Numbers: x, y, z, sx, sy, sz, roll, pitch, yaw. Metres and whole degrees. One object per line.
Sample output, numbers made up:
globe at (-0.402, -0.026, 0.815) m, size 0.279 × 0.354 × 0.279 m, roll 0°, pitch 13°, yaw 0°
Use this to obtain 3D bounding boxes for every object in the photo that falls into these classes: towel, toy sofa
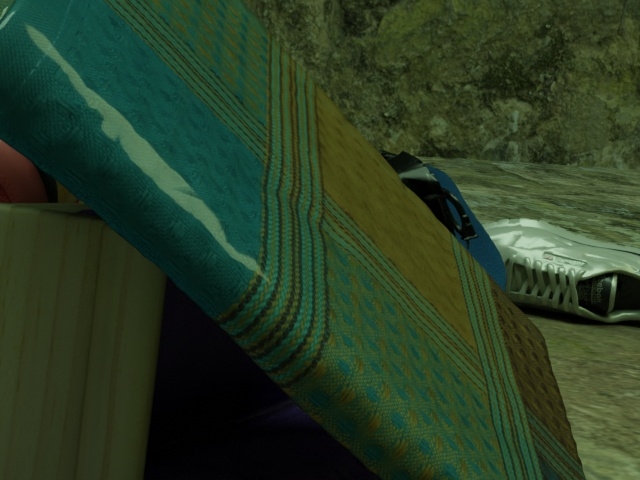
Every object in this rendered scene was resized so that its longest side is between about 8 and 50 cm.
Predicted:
towel at (0.000, 0.000, 0.571) m, size 0.370 × 0.040 × 0.271 m, roll 46°, pitch 19°, yaw -19°
toy sofa at (-0.034, 0.057, 0.667) m, size 0.177 × 0.150 × 0.362 m, roll 9°, pitch 5°, yaw 21°

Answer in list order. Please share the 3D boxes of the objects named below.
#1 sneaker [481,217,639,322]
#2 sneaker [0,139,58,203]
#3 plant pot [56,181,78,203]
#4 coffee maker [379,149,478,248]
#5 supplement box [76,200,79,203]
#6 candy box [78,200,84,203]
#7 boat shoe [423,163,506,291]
sneaker at (0.238, 0.036, 1.285) m, size 0.235 × 0.090 × 0.095 m, roll 5°, pitch 18°, yaw 8°
sneaker at (-0.270, 0.045, 0.631) m, size 0.314 × 0.116 × 0.136 m, roll -26°, pitch 18°, yaw 11°
plant pot at (-0.262, -0.011, 1.041) m, size 0.236 × 0.032 × 0.236 m, roll -35°, pitch 15°, yaw 11°
coffee maker at (0.013, -0.003, 1.090) m, size 0.178 × 0.120 × 0.171 m, roll -23°, pitch -4°, yaw -14°
supplement box at (-0.176, -0.014, 1.247) m, size 0.220 × 0.111 × 0.114 m, roll 3°, pitch 9°, yaw -13°
candy box at (-0.123, 0.014, 0.892) m, size 0.109 × 0.186 × 0.053 m, roll -1°, pitch 45°, yaw -32°
boat shoe at (0.118, 0.020, 1.249) m, size 0.109 × 0.089 × 0.258 m, roll 17°, pitch 29°, yaw -13°
